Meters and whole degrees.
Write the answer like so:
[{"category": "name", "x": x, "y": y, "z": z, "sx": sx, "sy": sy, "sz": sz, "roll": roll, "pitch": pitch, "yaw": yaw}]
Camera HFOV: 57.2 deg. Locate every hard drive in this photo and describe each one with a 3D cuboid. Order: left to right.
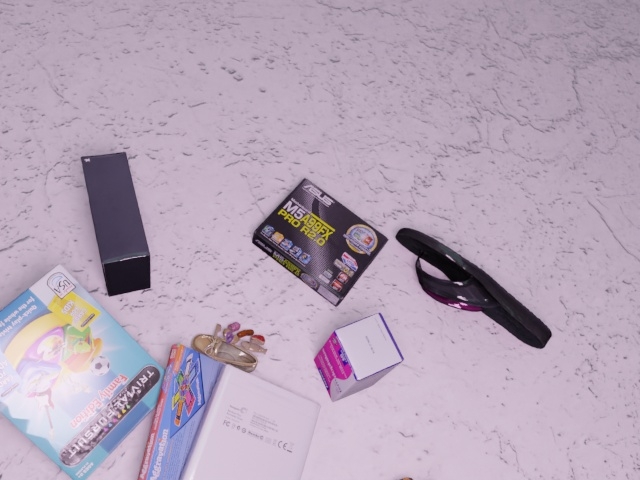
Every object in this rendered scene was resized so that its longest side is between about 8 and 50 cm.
[{"category": "hard drive", "x": -0.150, "y": 0.457, "z": 1.162, "sx": 0.233, "sy": 0.047, "sz": 0.353, "roll": 29, "pitch": 58, "yaw": -18}]

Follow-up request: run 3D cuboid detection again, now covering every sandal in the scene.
[{"category": "sandal", "x": 0.353, "y": 0.128, "z": 1.425, "sx": 0.446, "sy": 0.167, "sz": 0.107, "roll": 39, "pitch": 79, "yaw": 8}]

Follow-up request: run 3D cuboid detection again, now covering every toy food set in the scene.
[{"category": "toy food set", "x": -0.174, "y": 0.211, "z": 1.312, "sx": 0.122, "sy": 0.019, "sz": 0.078, "roll": 18, "pitch": 22, "yaw": -9}]

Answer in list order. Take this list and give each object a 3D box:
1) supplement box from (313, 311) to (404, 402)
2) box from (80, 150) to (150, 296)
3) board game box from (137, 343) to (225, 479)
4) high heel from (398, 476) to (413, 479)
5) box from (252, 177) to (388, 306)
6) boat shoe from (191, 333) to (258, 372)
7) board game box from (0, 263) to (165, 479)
[{"category": "supplement box", "x": 0.075, "y": 0.255, "z": 1.253, "sx": 0.114, "sy": 0.220, "sz": 0.111, "roll": -19, "pitch": 69, "yaw": -20}, {"category": "box", "x": -0.449, "y": -0.035, "z": 1.296, "sx": 0.103, "sy": 0.184, "sz": 0.261, "roll": -12, "pitch": 68, "yaw": -18}, {"category": "board game box", "x": -0.272, "y": 0.364, "z": 1.173, "sx": 0.027, "sy": 0.145, "sz": 0.281, "roll": -11, "pitch": 56, "yaw": 32}, {"category": "high heel", "x": 0.057, "y": 0.512, "z": 1.163, "sx": 0.261, "sy": 0.093, "sz": 0.186, "roll": -36, "pitch": 97, "yaw": -19}, {"category": "box", "x": 0.000, "y": 0.000, "z": 1.456, "sx": 0.270, "sy": 0.060, "sz": 0.216, "roll": 38, "pitch": 62, "yaw": 7}, {"category": "boat shoe", "x": -0.209, "y": 0.243, "z": 1.288, "sx": 0.153, "sy": 0.048, "sz": 0.056, "roll": 26, "pitch": 60, "yaw": 1}, {"category": "board game box", "x": -0.489, "y": 0.254, "z": 1.135, "sx": 0.336, "sy": 0.079, "sz": 0.254, "roll": 49, "pitch": 61, "yaw": -11}]
